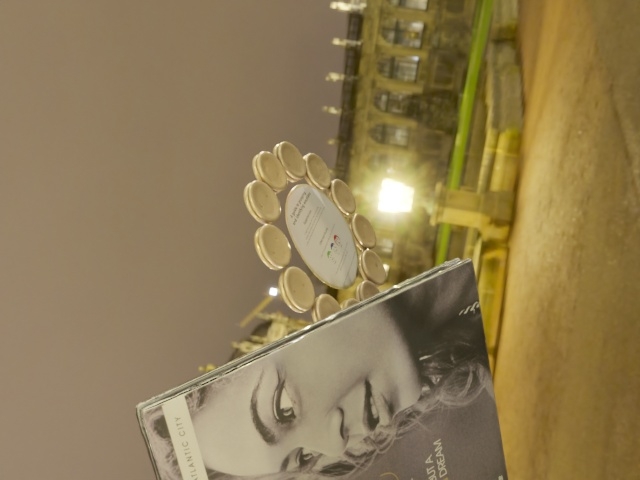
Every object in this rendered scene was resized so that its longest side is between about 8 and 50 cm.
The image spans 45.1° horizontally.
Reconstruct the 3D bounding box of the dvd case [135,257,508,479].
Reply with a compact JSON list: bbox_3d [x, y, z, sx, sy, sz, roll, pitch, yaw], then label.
[{"bbox_3d":[0.018,0.122,0.443,0.018,0.221,0.165,12,119,56],"label":"dvd case"}]

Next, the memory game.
[{"bbox_3d":[0.000,0.000,0.663,0.186,0.012,0.186,36,-140,-38],"label":"memory game"}]
